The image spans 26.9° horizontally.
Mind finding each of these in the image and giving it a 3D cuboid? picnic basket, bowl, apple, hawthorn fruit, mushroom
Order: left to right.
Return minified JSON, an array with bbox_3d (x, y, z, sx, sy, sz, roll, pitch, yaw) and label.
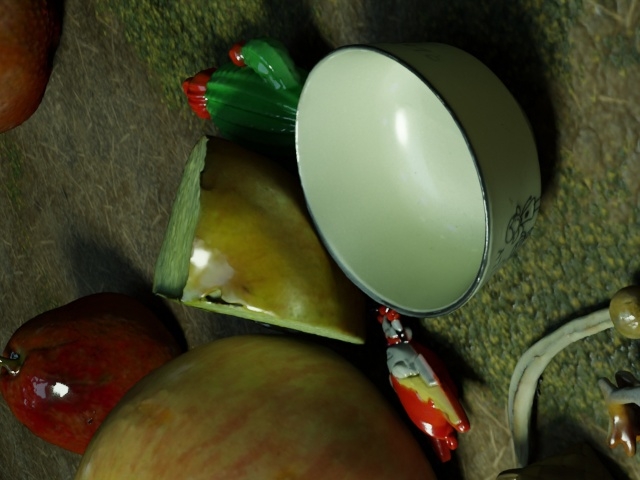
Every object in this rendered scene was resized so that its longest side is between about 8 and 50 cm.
[{"bbox_3d":[-0.478,-0.261,1.673,0.295,0.311,0.295,172,90,-88],"label":"hawthorn fruit"},{"bbox_3d":[-0.311,0.177,1.742,0.224,0.261,0.224,-7,81,48],"label":"hawthorn fruit"},{"bbox_3d":[-0.074,0.019,1.322,0.254,0.179,0.346,62,167,-3],"label":"apple"},{"bbox_3d":[-0.067,0.292,1.381,0.391,0.346,0.391,37,140,39],"label":"apple"},{"bbox_3d":[0.097,-0.066,1.129,0.238,0.126,0.237,34,136,40],"label":"bowl"},{"bbox_3d":[0.178,0.270,1.179,0.128,0.178,0.138,48,143,26],"label":"picnic basket"},{"bbox_3d":[0.209,0.123,1.179,0.306,0.043,0.068,117,141,-53],"label":"mushroom"}]

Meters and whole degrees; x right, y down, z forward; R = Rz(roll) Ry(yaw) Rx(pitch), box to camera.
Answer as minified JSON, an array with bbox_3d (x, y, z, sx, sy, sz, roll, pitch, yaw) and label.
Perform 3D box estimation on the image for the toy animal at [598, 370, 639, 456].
[{"bbox_3d":[0.279,0.093,0.969,0.302,0.225,0.284,155,107,-67],"label":"toy animal"}]

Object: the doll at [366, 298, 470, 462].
[{"bbox_3d":[0.097,0.130,1.323,0.109,0.057,0.169,103,148,-63],"label":"doll"}]

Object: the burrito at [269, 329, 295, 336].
[{"bbox_3d":[-0.068,0.049,1.513,0.149,0.041,0.055,54,159,18],"label":"burrito"}]

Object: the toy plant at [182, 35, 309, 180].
[{"bbox_3d":[-0.057,-0.125,1.350,0.154,0.088,0.240,54,156,-8],"label":"toy plant"}]
